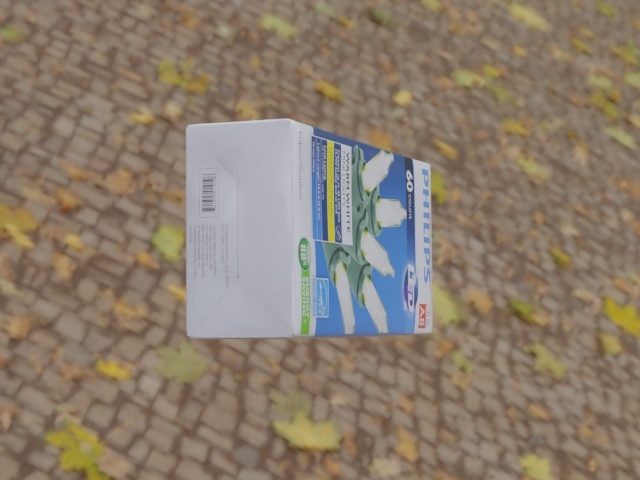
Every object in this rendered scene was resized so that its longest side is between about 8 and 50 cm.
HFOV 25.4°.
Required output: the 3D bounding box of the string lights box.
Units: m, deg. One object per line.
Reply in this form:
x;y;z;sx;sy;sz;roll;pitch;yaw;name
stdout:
0.000;0.000;0.971;0.076;0.133;0.259;-2;-3;23;string lights box
